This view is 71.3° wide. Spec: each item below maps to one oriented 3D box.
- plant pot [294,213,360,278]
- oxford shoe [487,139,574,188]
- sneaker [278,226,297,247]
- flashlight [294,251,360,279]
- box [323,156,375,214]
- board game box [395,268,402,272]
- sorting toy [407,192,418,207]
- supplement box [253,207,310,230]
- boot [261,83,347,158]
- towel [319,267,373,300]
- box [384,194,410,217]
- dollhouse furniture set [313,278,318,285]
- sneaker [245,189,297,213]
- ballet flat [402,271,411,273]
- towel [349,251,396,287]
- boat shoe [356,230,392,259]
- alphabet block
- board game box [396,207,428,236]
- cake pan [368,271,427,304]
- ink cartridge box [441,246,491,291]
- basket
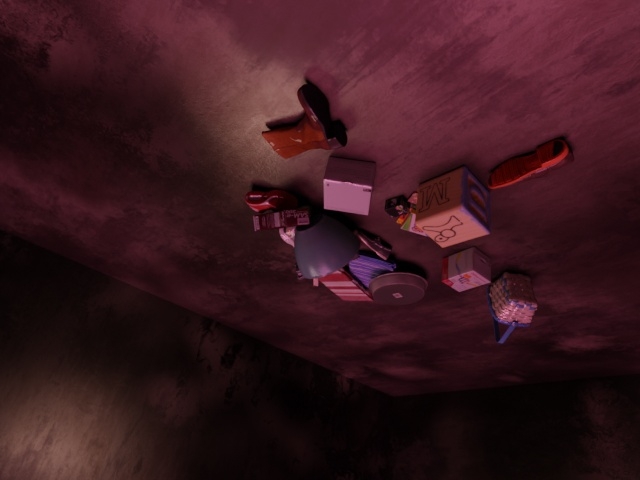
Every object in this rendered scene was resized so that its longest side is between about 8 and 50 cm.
[{"bbox_3d":[0.000,0.000,1.936,0.290,0.290,0.195,-13,117,35],"label":"plant pot"},{"bbox_3d":[0.687,-0.225,1.466,0.098,0.097,0.271,28,146,-33],"label":"oxford shoe"},{"bbox_3d":[-0.077,0.003,2.102,0.108,0.100,0.271,-19,137,32],"label":"sneaker"},{"bbox_3d":[0.029,0.086,2.095,0.304,0.103,0.103,-20,179,11],"label":"flashlight"},{"bbox_3d":[0.108,-0.204,1.683,0.181,0.119,0.182,9,148,6],"label":"box"},{"bbox_3d":[0.349,0.192,2.305,0.133,0.033,0.168,31,143,-28],"label":"board game box"},{"bbox_3d":[0.376,-0.157,1.760,0.062,0.012,0.083,15,145,-12],"label":"sorting toy"},{"bbox_3d":[-0.170,-0.088,1.912,0.130,0.073,0.239,-7,-178,-41],"label":"supplement box"},{"bbox_3d":[-0.083,-0.394,1.514,0.280,0.096,0.264,-2,154,35],"label":"boot"},{"bbox_3d":[0.112,0.234,2.423,0.237,0.037,0.329,-7,140,46],"label":"towel"},{"bbox_3d":[0.308,-0.135,1.783,0.083,0.052,0.062,-15,138,38],"label":"box"},{"bbox_3d":[0.029,0.145,2.243,0.123,0.144,0.151,2,117,1],"label":"dollhouse furniture set"},{"bbox_3d":[-0.208,-0.164,1.927,0.221,0.087,0.128,9,168,-1],"label":"sneaker"},{"bbox_3d":[0.469,0.205,2.278,0.168,0.057,0.052,44,165,-35],"label":"ballet flat"},{"bbox_3d":[0.257,0.170,2.262,0.243,0.040,0.336,16,150,16],"label":"towel"},{"bbox_3d":[0.249,0.009,2.047,0.206,0.075,0.065,38,98,-26],"label":"boat shoe"},{"bbox_3d":[0.481,-0.116,1.618,0.197,0.193,0.192,-21,134,42],"label":"alphabet block"},{"bbox_3d":[0.457,-0.063,1.864,0.259,0.039,0.124,18,147,-3],"label":"board game box"},{"bbox_3d":[0.387,0.249,2.229,0.293,0.054,0.293,2,149,2],"label":"cake pan"},{"bbox_3d":[0.657,0.132,2.008,0.128,0.127,0.176,30,144,-25],"label":"ink cartridge box"},{"bbox_3d":[0.881,0.311,2.093,0.201,0.255,0.289,13,137,-5],"label":"basket"}]
